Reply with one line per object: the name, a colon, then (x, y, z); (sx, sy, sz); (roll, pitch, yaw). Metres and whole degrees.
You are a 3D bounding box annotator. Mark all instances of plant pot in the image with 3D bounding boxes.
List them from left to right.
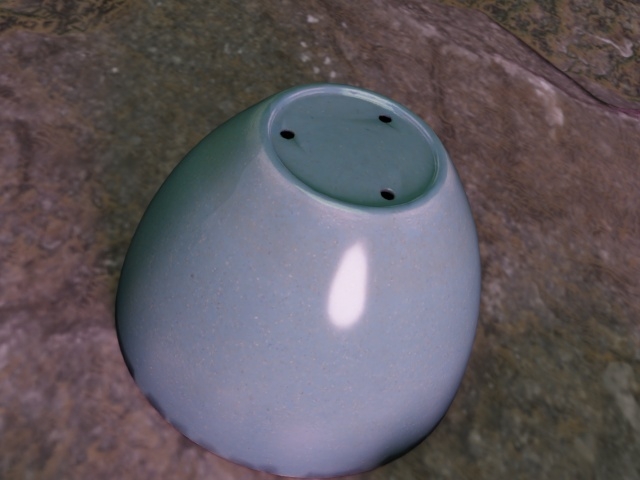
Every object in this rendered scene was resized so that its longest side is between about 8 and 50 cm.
plant pot: (0.000, 0.000, 0.660); (0.290, 0.195, 0.290); (9, 46, -10)
